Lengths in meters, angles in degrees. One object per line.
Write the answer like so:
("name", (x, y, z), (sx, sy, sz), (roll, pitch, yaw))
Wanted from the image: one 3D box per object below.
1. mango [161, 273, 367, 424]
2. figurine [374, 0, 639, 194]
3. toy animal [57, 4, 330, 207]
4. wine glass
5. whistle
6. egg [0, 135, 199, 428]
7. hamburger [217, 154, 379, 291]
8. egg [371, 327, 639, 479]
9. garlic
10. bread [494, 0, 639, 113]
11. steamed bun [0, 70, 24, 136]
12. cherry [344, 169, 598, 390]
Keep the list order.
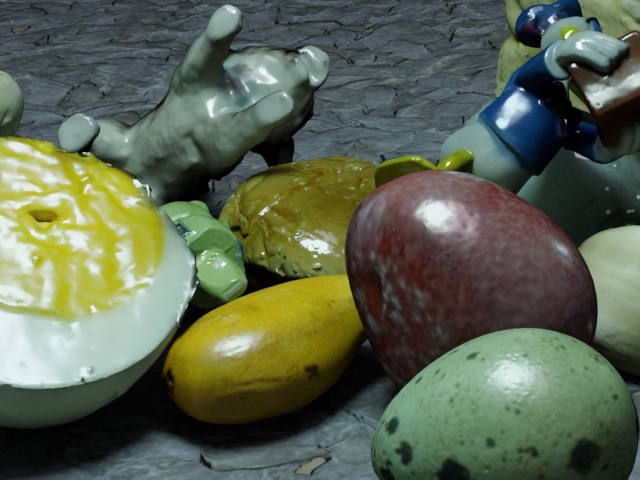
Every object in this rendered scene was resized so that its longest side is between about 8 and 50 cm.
("mango", (-0.041, 0.107, 1.616), (0.262, 0.108, 0.157), (-18, 16, -35))
("figurine", (0.235, -0.157, 1.695), (0.283, 0.204, 0.338), (-28, 30, 41))
("toy animal", (-0.133, -0.135, 1.971), (0.344, 0.194, 0.303), (-31, -7, 17))
("wine glass", (0.314, -0.054, 1.820), (0.357, 0.190, 0.190), (13, 29, 36))
("whistle", (-0.132, 0.018, 1.748), (0.105, 0.085, 0.227), (-38, 31, -11))
("egg", (-0.298, 0.067, 1.628), (0.337, 0.201, 0.337), (7, 48, -8))
("hamburger", (0.000, 0.000, 1.821), (0.211, 0.132, 0.309), (-16, 28, -30))
("egg", (0.152, 0.165, 1.368), (0.228, 0.177, 0.177), (-11, 22, 15))
("garlic", (0.332, 0.062, 1.659), (0.164, 0.145, 0.245), (18, 4, -40))
("bread", (0.467, -0.268, 2.177), (0.371, 0.279, 0.390), (-17, 29, -22))
("steamed bun", (-0.586, -0.140, 2.091), (0.339, 0.247, 0.352), (21, 22, 16))
("cherry", (0.146, 0.059, 1.543), (0.236, 0.285, 0.213), (-36, 3, 44))
